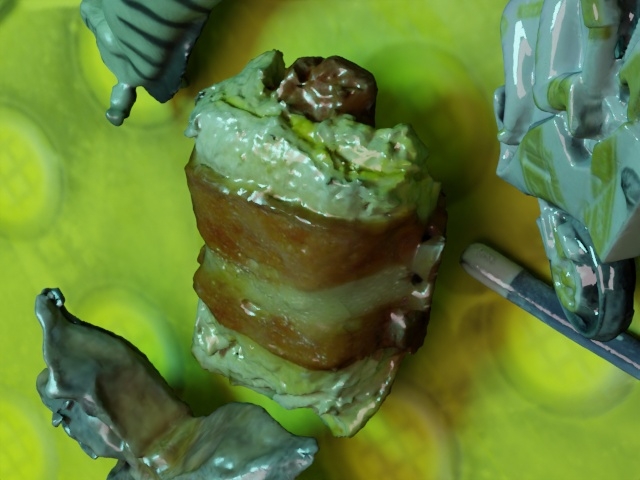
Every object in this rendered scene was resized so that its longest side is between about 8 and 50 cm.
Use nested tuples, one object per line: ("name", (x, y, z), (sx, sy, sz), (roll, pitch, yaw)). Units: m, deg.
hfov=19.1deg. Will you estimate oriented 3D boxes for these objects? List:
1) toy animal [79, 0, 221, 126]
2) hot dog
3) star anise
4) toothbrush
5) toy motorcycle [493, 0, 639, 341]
("toy animal", (-0.051, -0.151, 0.950), (0.217, 0.073, 0.176), (-8, 123, 24))
("hot dog", (0.000, 0.000, 0.954), (0.146, 0.103, 0.213), (31, 139, 23))
("star anise", (-0.078, 0.128, 1.044), (0.208, 0.063, 0.172), (29, 147, 20))
("toothbrush", (0.186, 0.078, 0.902), (0.288, 0.024, 0.026), (32, 135, 20))
("toy motorcycle", (0.123, -0.066, 0.835), (0.225, 0.073, 0.152), (101, 153, -53))
